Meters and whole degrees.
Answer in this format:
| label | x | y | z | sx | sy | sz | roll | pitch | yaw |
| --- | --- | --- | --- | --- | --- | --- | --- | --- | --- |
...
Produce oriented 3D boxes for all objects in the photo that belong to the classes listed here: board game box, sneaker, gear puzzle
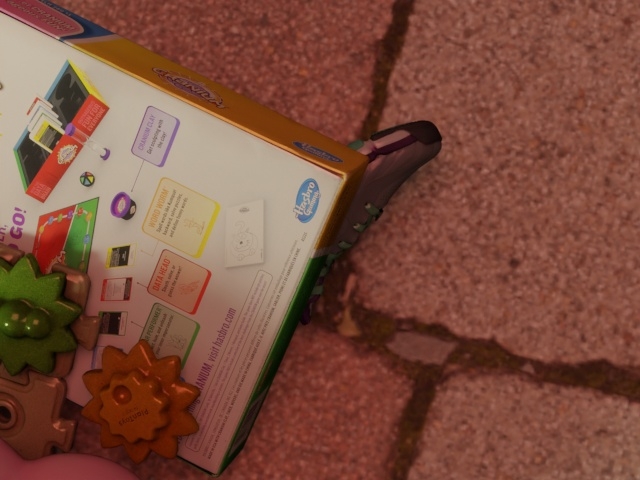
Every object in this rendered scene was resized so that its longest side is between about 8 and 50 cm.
| label | x | y | z | sx | sy | sz | roll | pitch | yaw |
| --- | --- | --- | --- | --- | --- | --- | --- | --- | --- |
| board game box | -0.157 | -0.016 | 1.309 | 0.317 | 0.064 | 0.242 | 27 | 110 | 8 |
| sneaker | 0.000 | 0.000 | 1.366 | 0.224 | 0.083 | 0.098 | -29 | 86 | 4 |
| gear puzzle | -0.243 | 0.082 | 1.300 | 0.339 | 0.044 | 0.175 | 19 | 109 | 10 |

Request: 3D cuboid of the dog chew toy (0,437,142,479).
| label | x | y | z | sx | sy | sz | roll | pitch | yaw |
| --- | --- | --- | --- | --- | --- | --- | --- | --- | --- |
| dog chew toy | -0.186 | 0.223 | 1.242 | 0.332 | 0.206 | 0.206 | 8 | 75 | -5 |
